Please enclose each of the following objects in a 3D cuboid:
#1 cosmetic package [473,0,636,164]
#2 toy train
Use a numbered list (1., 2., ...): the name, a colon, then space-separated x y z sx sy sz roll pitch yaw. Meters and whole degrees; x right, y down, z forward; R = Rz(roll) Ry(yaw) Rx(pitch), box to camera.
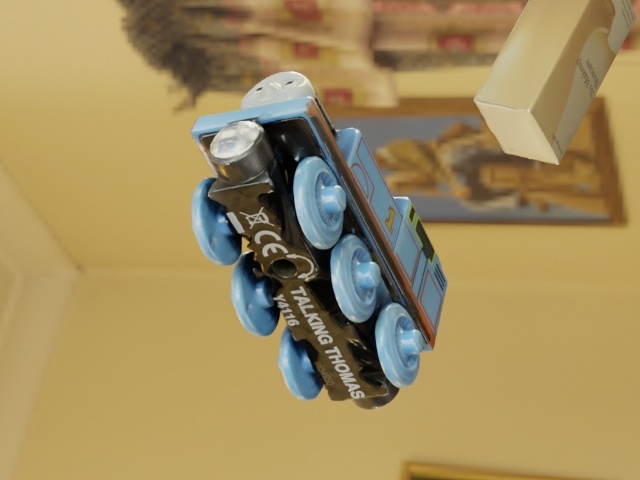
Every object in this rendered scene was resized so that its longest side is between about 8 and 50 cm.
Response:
1. cosmetic package: 0.143 -0.110 0.954 0.115 0.041 0.060 -61 -38 -17
2. toy train: 0.000 0.000 0.778 0.184 0.080 0.105 60 -149 -36
